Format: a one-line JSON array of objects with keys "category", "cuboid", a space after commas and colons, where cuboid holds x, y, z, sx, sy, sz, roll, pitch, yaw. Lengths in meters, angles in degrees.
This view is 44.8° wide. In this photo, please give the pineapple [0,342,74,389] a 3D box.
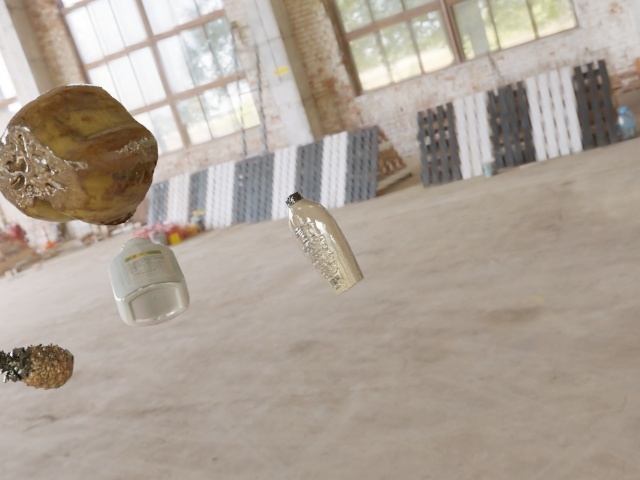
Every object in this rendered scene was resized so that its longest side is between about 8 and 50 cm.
[{"category": "pineapple", "cuboid": [-0.639, 0.269, 1.692, 0.108, 0.108, 0.198, -10, -19, 36]}]

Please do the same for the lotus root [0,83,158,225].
[{"category": "lotus root", "cuboid": [-0.509, -0.140, 1.563, 0.316, 0.316, 0.250, -13, 6, 25]}]

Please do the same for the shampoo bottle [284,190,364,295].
[{"category": "shampoo bottle", "cuboid": [0.000, 0.000, 1.780, 0.078, 0.256, 0.127, -28, -8, -45]}]

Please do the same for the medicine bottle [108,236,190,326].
[{"category": "medicine bottle", "cuboid": [-0.453, 0.097, 2.024, 0.179, 0.124, 0.324, -17, 28, -14]}]
